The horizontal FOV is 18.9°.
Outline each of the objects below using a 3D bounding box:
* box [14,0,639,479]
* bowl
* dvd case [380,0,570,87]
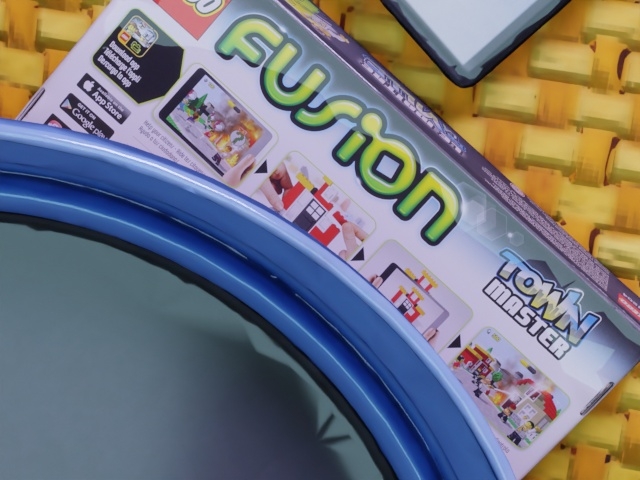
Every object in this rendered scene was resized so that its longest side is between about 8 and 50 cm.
[{"bbox_3d":[0.000,0.000,0.645,0.207,0.036,0.114,43,107,-1],"label":"box"},{"bbox_3d":[-0.118,0.154,0.596,0.391,0.077,0.391,0,95,-4],"label":"bowl"},{"bbox_3d":[0.028,-0.198,0.601,0.180,0.022,0.253,-41,93,17],"label":"dvd case"}]
